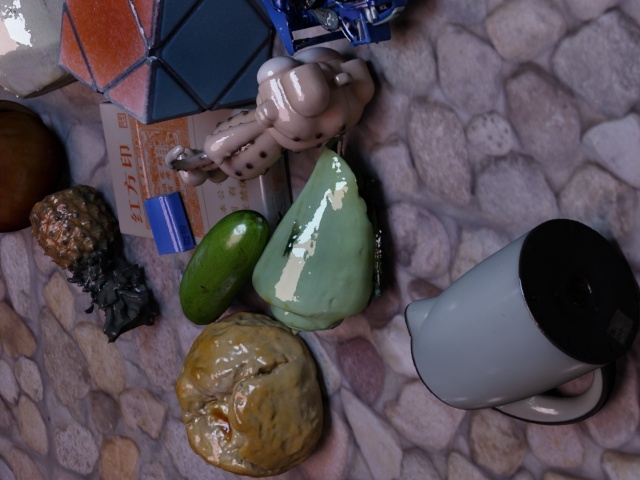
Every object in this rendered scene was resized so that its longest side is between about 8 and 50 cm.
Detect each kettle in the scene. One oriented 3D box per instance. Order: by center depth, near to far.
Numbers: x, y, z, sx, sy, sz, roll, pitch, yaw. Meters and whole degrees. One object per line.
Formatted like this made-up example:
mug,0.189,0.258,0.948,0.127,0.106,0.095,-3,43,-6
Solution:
kettle,0.229,0.113,1.629,0.221,0.161,0.236,42,141,-10

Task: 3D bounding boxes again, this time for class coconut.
coconut,-0.413,-0.333,2.158,0.227,0.227,0.230,-16,98,51

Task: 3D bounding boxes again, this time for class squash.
squash,-0.138,0.042,2.005,0.082,0.082,0.292,61,150,15

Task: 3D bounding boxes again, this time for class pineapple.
pineapple,-0.348,0.038,2.293,0.248,0.128,0.128,58,138,12

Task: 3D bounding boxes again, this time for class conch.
conch,0.014,0.014,1.880,0.250,0.137,0.143,-54,33,23

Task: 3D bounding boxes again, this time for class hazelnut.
hazelnut,-0.536,-0.120,2.389,0.251,0.217,0.217,17,116,45

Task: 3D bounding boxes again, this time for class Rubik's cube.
Rubik's cube,-0.197,-0.293,1.932,0.207,0.205,0.205,33,126,37

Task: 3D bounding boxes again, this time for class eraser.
eraser,-0.214,-0.024,2.105,0.063,0.027,0.085,-7,101,52

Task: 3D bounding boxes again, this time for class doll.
doll,-0.065,-0.145,1.840,0.278,0.154,0.119,-27,81,28

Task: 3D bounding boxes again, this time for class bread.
bread,-0.107,0.220,2.061,0.244,0.134,0.244,21,120,42

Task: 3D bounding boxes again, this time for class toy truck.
toy truck,0.023,-0.287,1.749,0.208,0.113,0.126,-1,103,51

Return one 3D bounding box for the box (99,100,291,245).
box,-0.180,-0.096,2.097,0.365,0.051,0.205,8,111,49
